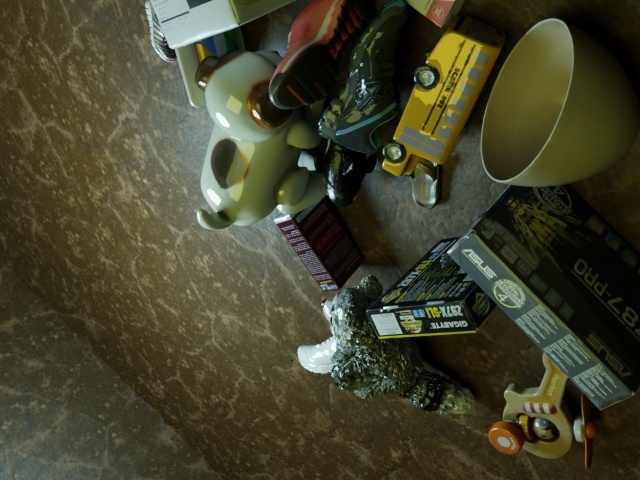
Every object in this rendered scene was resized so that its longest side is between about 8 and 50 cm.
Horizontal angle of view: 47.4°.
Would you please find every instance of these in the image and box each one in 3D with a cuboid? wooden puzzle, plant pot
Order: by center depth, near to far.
[{"bbox_3d":[0.431,-0.214,1.259,0.190,0.284,0.284,14,140,-13],"label":"plant pot"},{"bbox_3d":[-0.246,-0.452,1.689,0.044,0.239,0.221,5,124,27],"label":"wooden puzzle"}]

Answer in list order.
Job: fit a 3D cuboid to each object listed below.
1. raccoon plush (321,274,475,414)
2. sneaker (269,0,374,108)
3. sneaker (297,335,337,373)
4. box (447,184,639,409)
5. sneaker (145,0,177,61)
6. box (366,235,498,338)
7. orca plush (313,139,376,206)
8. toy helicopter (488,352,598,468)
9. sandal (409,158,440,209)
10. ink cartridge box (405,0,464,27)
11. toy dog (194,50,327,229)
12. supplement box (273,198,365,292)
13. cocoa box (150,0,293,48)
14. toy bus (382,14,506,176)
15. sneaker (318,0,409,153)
[{"bbox_3d":[0.211,0.254,1.863,0.446,0.216,0.299,12,139,0],"label":"raccoon plush"},{"bbox_3d":[-0.018,-0.397,1.503,0.136,0.314,0.116,23,162,43],"label":"sneaker"},{"bbox_3d":[0.053,0.325,2.138,0.297,0.111,0.130,-1,104,39],"label":"sneaker"},{"bbox_3d":[0.465,0.066,1.371,0.395,0.318,0.097,47,141,5],"label":"box"},{"bbox_3d":[-0.400,-0.547,1.890,0.074,0.063,0.171,14,124,43],"label":"sneaker"},{"bbox_3d":[0.288,0.084,1.544,0.257,0.322,0.079,-15,108,47],"label":"box"},{"bbox_3d":[0.083,-0.195,1.649,0.287,0.151,0.102,-64,26,21],"label":"orca plush"},{"bbox_3d":[0.543,0.380,1.686,0.234,0.140,0.355,23,131,26],"label":"toy helicopter"},{"bbox_3d":[0.218,-0.160,1.622,0.089,0.060,0.220,16,129,33],"label":"sandal"},{"bbox_3d":[0.188,-0.511,1.374,0.198,0.067,0.115,40,140,12],"label":"ink cartridge box"},{"bbox_3d":[-0.165,-0.253,1.664,0.284,0.395,0.408,40,149,25],"label":"toy dog"},{"bbox_3d":[0.000,0.000,1.876,0.073,0.130,0.239,-15,114,49],"label":"supplement box"},{"bbox_3d":[-0.157,-0.559,1.437,0.231,0.347,0.228,-2,118,44],"label":"cocoa box"},{"bbox_3d":[0.234,-0.271,1.445,0.130,0.108,0.333,25,129,5],"label":"toy bus"},{"bbox_3d":[0.118,-0.329,1.493,0.139,0.125,0.341,29,132,3],"label":"sneaker"}]
